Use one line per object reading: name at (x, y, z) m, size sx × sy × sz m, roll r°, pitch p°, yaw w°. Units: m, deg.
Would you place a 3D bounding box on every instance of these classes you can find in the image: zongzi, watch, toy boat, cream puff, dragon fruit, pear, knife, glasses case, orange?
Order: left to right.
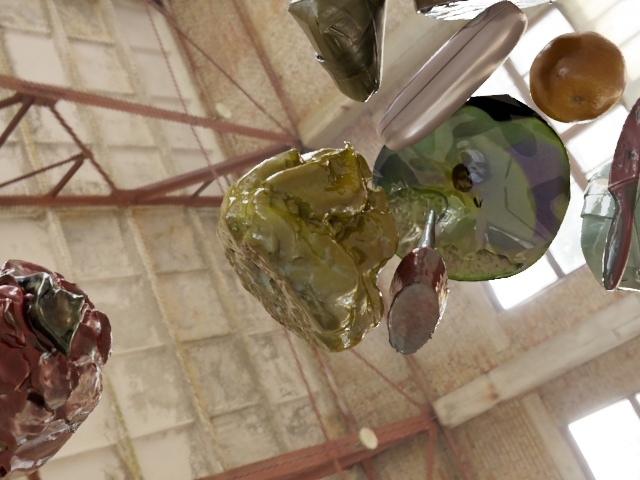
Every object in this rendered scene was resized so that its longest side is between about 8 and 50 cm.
dragon fruit at (-0.365, 0.136, 0.756) m, size 0.298 × 0.244 × 0.244 m, roll -25°, pitch -105°, yaw -13°
cream puff at (0.001, 0.001, 1.195) m, size 0.257 × 0.291 × 0.324 m, roll -42°, pitch -83°, yaw -15°
zongzi at (0.080, -0.376, 1.210) m, size 0.112 × 0.242 × 0.221 m, roll 31°, pitch 166°, yaw 36°
toy boat at (0.173, 0.058, 1.281) m, size 0.096 × 0.206 × 0.282 m, roll 7°, pitch -144°, yaw 7°
glasses case at (0.209, -0.260, 1.184) m, size 0.075 × 0.297 × 0.113 m, roll 53°, pitch -159°, yaw 18°
pear at (0.309, -0.096, 1.531) m, size 0.399 × 0.398 × 0.165 m, roll 60°, pitch -171°, yaw 12°
orange at (0.427, -0.275, 1.225) m, size 0.159 × 0.159 × 0.136 m, roll 38°, pitch -135°, yaw -21°
knife at (0.362, -0.059, 0.880) m, size 0.018 × 0.035 × 0.248 m, roll 29°, pitch -110°, yaw -49°
watch at (0.552, -0.036, 1.304) m, size 0.241 × 0.161 × 0.254 m, roll -1°, pitch -95°, yaw -39°

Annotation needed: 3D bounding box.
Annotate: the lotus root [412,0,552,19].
lotus root at (0.268, -0.450, 1.156) m, size 0.272 × 0.272 × 0.192 m, roll -14°, pitch -87°, yaw -55°
